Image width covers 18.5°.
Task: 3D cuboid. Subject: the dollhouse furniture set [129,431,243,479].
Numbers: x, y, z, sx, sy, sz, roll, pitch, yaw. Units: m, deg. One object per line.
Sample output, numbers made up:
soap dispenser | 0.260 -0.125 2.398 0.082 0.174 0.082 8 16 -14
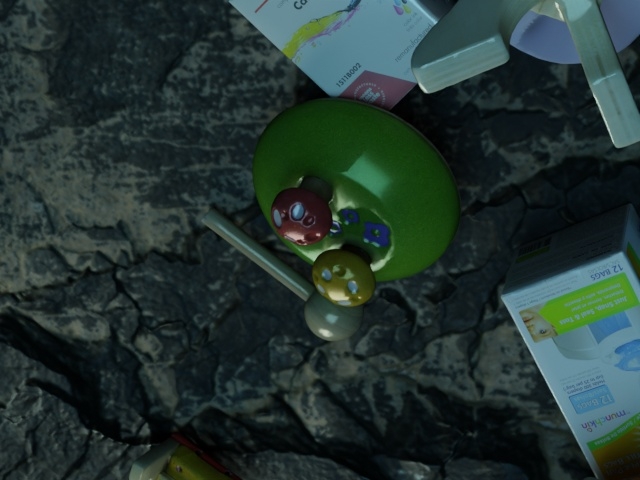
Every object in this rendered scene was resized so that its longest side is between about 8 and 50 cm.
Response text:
dollhouse furniture set | -0.012 0.344 1.820 0.374 0.152 0.201 34 128 20

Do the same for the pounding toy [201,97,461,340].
pounding toy | 0.000 0.000 1.629 0.183 0.110 0.237 36 136 -6

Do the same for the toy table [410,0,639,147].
toy table | 0.176 -0.210 1.458 0.252 0.161 0.274 -31 125 18

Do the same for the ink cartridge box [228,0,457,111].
ink cartridge box | 0.009 -0.201 1.594 0.198 0.067 0.115 42 117 -8

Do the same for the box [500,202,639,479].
box | 0.250 0.091 1.651 0.114 0.103 0.203 -22 107 21

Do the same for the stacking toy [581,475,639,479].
stacking toy | 0.465 0.253 1.564 0.480 0.350 0.351 -28 107 -3
